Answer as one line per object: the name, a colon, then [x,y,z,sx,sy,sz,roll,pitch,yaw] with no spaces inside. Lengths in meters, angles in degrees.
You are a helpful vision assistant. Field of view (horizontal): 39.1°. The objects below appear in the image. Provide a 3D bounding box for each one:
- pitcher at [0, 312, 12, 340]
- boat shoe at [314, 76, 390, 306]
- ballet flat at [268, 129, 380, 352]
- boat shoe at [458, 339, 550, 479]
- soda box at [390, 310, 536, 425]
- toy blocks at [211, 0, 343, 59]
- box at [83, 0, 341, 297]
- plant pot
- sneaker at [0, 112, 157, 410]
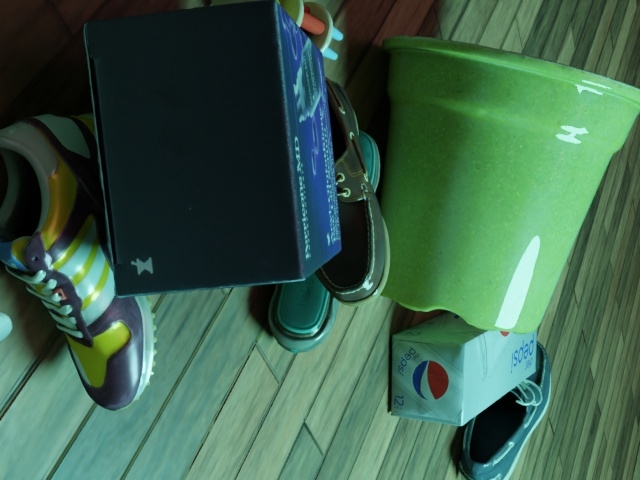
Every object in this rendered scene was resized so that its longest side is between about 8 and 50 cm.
pitcher: [-0.230,0.120,0.374,0.177,0.125,0.207,19,66,-39]
boat shoe: [0.006,-0.048,0.754,0.073,0.073,0.207,49,25,-63]
ballet flat: [0.000,0.000,0.814,0.068,0.072,0.213,94,12,-69]
boat shoe: [0.259,0.229,1.262,0.254,0.095,0.079,-52,149,-31]
soda box: [0.186,0.141,1.117,0.286,0.091,0.098,-9,101,-60]
toy blocks: [-0.022,-0.214,0.741,0.148,0.054,0.123,10,85,-60]
box: [-0.055,-0.053,0.568,0.207,0.108,0.153,-39,123,-82]
plant pot: [0.167,-0.049,0.924,0.276,0.276,0.254,4,101,-60]
sneaker: [-0.154,0.019,0.537,0.083,0.069,0.186,-17,103,-50]
